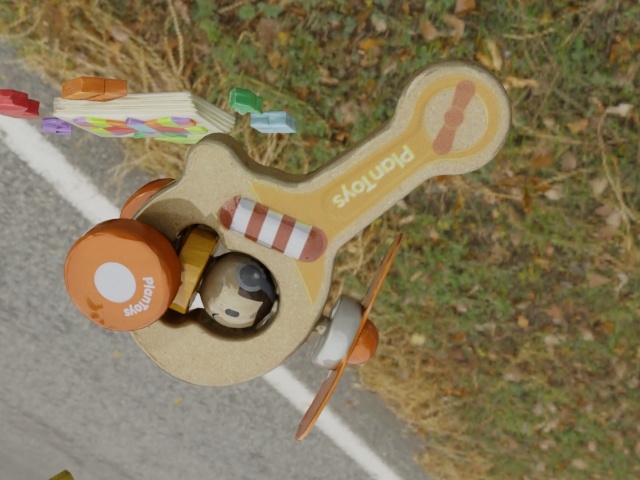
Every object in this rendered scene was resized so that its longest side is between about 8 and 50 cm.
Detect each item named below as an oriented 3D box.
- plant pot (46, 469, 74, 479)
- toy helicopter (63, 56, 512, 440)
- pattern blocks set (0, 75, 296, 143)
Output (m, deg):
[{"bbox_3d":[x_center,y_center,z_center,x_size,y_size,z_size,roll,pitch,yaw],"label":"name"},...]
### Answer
[{"bbox_3d":[-0.340,0.422,0.940,0.212,0.187,0.212,53,135,20],"label":"plant pot"},{"bbox_3d":[0.000,0.000,0.651,0.355,0.140,0.235,-36,101,18],"label":"toy helicopter"},{"bbox_3d":[-0.205,-0.142,0.984,0.325,0.026,0.285,0,176,24],"label":"pattern blocks set"}]
